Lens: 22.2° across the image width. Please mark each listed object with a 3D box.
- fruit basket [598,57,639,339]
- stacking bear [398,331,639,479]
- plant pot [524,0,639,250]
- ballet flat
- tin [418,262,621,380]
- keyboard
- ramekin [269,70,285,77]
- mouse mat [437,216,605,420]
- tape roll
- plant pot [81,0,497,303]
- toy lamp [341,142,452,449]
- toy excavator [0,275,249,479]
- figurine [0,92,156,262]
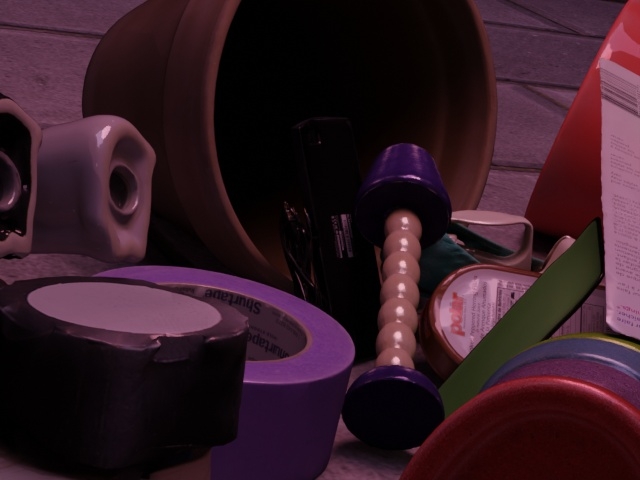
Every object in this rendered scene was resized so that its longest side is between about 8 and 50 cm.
[{"bbox_3d":[0.338,0.019,1.129,0.327,0.165,0.353,19,39,-5],"label":"fruit basket"},{"bbox_3d":[0.172,0.132,1.012,0.175,0.164,0.289,19,14,17],"label":"stacking bear"},{"bbox_3d":[0.374,-0.084,1.669,0.243,0.275,0.275,26,20,11],"label":"plant pot"},{"bbox_3d":[0.170,0.029,1.349,0.247,0.087,0.083,19,26,-21],"label":"ballet flat"},{"bbox_3d":[0.172,0.075,1.267,0.190,0.040,0.106,11,54,-6],"label":"tin"},{"bbox_3d":[0.000,0.000,1.268,0.038,0.192,0.100,-13,-5,38],"label":"keyboard"},{"bbox_3d":[0.014,-0.128,1.688,0.273,0.127,0.273,15,12,-3],"label":"ramekin"},{"bbox_3d":[0.133,0.069,1.132,0.007,0.189,0.152,40,18,-5],"label":"mouse mat"},{"bbox_3d":[-0.077,0.088,1.077,0.189,0.080,0.189,11,18,-4],"label":"tape roll"},{"bbox_3d":[-0.053,-0.114,1.423,0.323,0.323,0.280,-2,6,-40],"label":"plant pot"},{"bbox_3d":[0.057,0.028,1.200,0.080,0.080,0.274,12,39,-4],"label":"toy lamp"},{"bbox_3d":[-0.223,0.097,0.783,0.445,0.222,0.433,15,14,35],"label":"toy excavator"},{"bbox_3d":[-0.231,-0.028,0.952,0.209,0.092,0.215,-3,-3,22],"label":"figurine"}]
